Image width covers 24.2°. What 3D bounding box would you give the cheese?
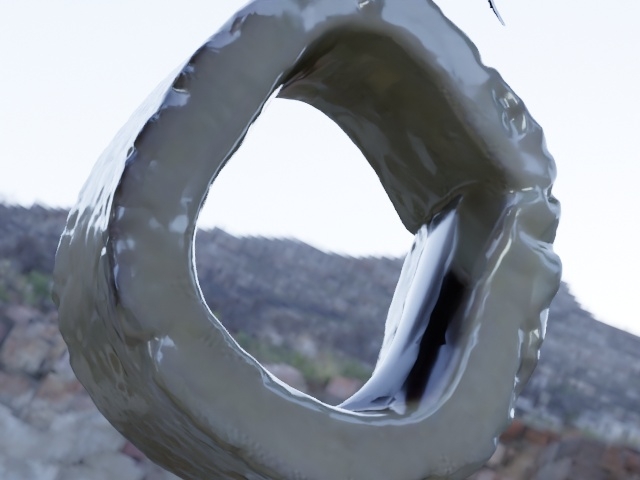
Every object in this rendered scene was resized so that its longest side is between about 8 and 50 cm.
[{"bbox_3d":[0.001,0.002,0.959,0.292,0.332,0.153,31,-21,-14],"label":"cheese"}]

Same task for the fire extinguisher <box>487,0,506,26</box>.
[{"bbox_3d":[0.243,-0.256,0.982,0.376,0.200,0.113,-4,-14,21],"label":"fire extinguisher"}]
